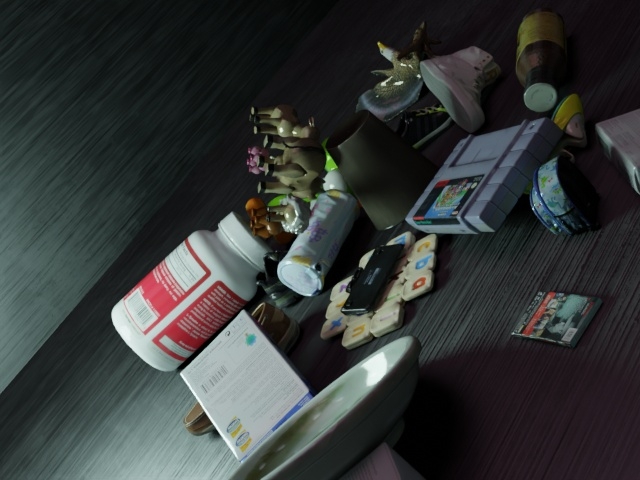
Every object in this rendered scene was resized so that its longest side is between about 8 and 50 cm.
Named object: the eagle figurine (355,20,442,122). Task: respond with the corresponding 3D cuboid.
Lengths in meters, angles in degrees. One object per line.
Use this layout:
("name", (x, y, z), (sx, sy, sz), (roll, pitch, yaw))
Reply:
("eagle figurine", (0.240, -0.488, 2.274), (0.227, 0.225, 0.298), (-10, -27, -22))

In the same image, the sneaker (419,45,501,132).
("sneaker", (0.369, -0.381, 1.892), (0.169, 0.108, 0.292), (-21, 44, -3))

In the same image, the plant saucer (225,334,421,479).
("plant saucer", (0.015, 0.304, 1.179), (0.400, 0.100, 0.400), (-38, -3, -2))

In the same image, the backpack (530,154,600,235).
("backpack", (0.393, -0.072, 1.284), (0.084, 0.114, 0.105), (-28, 28, 35))

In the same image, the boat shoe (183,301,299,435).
("boat shoe", (-0.187, 0.267, 1.672), (0.324, 0.116, 0.123), (-50, 21, -15))

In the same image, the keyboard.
("keyboard", (0.100, 0.079, 1.589), (0.108, 0.023, 0.180), (-8, 40, 46))

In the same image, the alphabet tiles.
("alphabet tiles", (0.120, 0.097, 1.578), (0.278, 0.021, 0.284), (-31, 25, 31))

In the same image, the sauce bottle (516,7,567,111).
("sauce bottle", (0.484, -0.398, 1.719), (0.111, 0.111, 0.344), (-29, 25, 33))

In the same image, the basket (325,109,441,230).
("basket", (0.132, -0.172, 1.770), (0.204, 0.227, 0.154), (-43, 22, 0))

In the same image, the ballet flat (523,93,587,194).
("ballet flat", (0.446, -0.173, 1.453), (0.077, 0.077, 0.231), (22, 69, 44))

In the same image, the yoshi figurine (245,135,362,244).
("yoshi figurine", (-0.013, -0.149, 2.037), (0.362, 0.203, 0.203), (-29, 18, 22))

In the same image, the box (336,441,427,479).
("box", (0.069, 0.374, 1.018), (0.170, 0.130, 0.091), (-41, 23, 6))

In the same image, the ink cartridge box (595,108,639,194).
("ink cartridge box", (0.583, -0.171, 1.248), (0.233, 0.066, 0.189), (-16, 28, 8))

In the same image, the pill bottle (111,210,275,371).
("pill bottle", (-0.313, 0.123, 2.007), (0.408, 0.229, 0.229), (-42, 22, 3))

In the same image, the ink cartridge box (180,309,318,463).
("ink cartridge box", (-0.126, 0.293, 1.495), (0.186, 0.065, 0.311), (-45, 45, -2))

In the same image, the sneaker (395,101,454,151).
("sneaker", (0.252, -0.296, 1.960), (0.235, 0.097, 0.084), (-44, 22, 1))

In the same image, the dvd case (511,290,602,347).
("dvd case", (0.348, 0.115, 1.161), (0.087, 0.013, 0.119), (-52, 22, -19))

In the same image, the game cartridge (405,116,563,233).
("game cartridge", (0.294, -0.115, 1.501), (0.230, 0.068, 0.355), (-50, 12, -9))

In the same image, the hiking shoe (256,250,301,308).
("hiking shoe", (-0.077, 0.052, 1.878), (0.086, 0.114, 0.226), (-27, 27, 35))

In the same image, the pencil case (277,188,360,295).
("pencil case", (0.000, 0.000, 1.835), (0.124, 0.114, 0.273), (-51, 9, 49))

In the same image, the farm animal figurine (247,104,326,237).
("farm animal figurine", (-0.062, -0.172, 1.813), (0.327, 0.172, 0.330), (168, 102, -75))

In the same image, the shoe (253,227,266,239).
("shoe", (-0.206, 0.005, 2.267), (0.081, 0.063, 0.178), (-25, 23, 42))
